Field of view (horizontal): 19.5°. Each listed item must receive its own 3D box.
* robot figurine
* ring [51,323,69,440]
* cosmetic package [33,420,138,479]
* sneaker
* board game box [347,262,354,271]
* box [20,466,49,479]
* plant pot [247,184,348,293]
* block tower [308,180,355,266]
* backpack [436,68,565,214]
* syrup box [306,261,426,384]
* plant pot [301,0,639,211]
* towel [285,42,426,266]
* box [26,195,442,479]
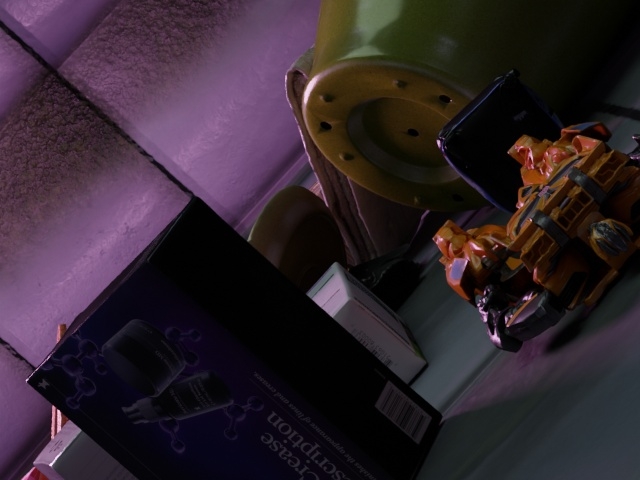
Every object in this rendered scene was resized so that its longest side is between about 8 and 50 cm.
[{"bbox_3d":[0.178,-0.014,1.441,0.211,0.085,0.291,-49,7,-4],"label":"robot figurine"},{"bbox_3d":[-0.288,0.262,2.114,0.336,0.032,0.337,-179,90,-80],"label":"ring"},{"bbox_3d":[-0.148,0.215,1.759,0.151,0.183,0.151,-49,7,-14],"label":"cosmetic package"},{"bbox_3d":[0.043,0.058,1.954,0.170,0.051,0.089,-34,12,-17],"label":"sneaker"},{"bbox_3d":[-0.051,0.065,2.209,0.259,0.136,0.030,-38,36,59],"label":"board game box"},{"bbox_3d":[-0.417,0.432,2.442,0.257,0.128,0.122,-43,8,29],"label":"box"},{"bbox_3d":[-0.022,0.061,1.928,0.032,0.236,0.236,5,35,24],"label":"plant pot"},{"bbox_3d":[0.000,0.000,2.443,0.097,0.091,0.335,-47,6,16],"label":"block tower"},{"bbox_3d":[0.178,-0.087,1.725,0.105,0.114,0.084,-44,7,6],"label":"backpack"},{"bbox_3d":[0.024,0.097,1.735,0.096,0.093,0.237,-48,7,5],"label":"syrup box"},{"bbox_3d":[0.147,-0.234,1.955,0.366,0.366,0.353,-38,23,55],"label":"plant pot"},{"bbox_3d":[0.044,-0.109,2.103,0.049,0.282,0.187,-9,26,25],"label":"towel"},{"bbox_3d":[-0.068,0.124,1.447,0.184,0.261,0.103,-43,8,39],"label":"box"}]
